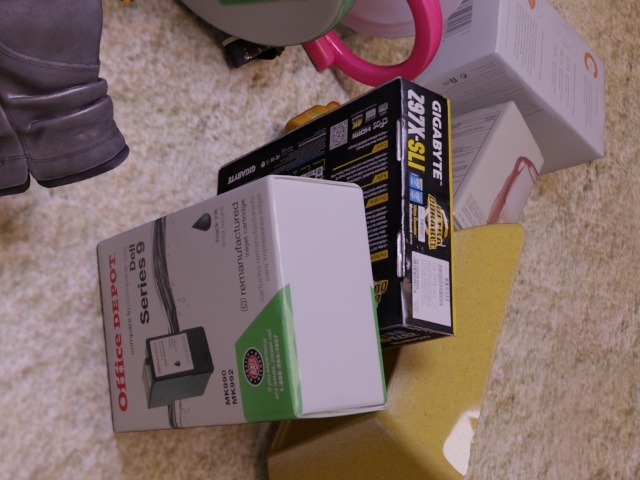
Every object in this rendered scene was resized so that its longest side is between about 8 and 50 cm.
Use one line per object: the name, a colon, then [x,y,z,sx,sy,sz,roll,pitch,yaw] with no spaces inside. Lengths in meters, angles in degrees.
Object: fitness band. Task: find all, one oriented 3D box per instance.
fitness band: [0.046,-0.339,1.195,0.291,0.209,0.054,58,42,-18]

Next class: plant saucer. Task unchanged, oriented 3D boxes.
plant saucer: [0.063,0.142,0.996,0.081,0.333,0.332,35,52,-15]

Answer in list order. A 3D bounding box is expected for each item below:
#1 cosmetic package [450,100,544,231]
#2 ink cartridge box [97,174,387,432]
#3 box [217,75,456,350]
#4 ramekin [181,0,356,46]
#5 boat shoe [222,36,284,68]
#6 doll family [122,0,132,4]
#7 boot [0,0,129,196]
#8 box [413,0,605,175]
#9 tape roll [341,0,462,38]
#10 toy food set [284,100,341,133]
cosmetic package: [0.218,-0.070,1.346,0.129,0.153,0.296,55,46,-23]
ink cartridge box: [-0.089,0.075,0.861,0.122,0.289,0.211,3,76,-44]
box: [0.000,0.000,0.953,0.079,0.322,0.257,15,66,-38]
ramekin: [-0.065,-0.372,1.024,0.303,0.303,0.148,45,55,-29]
boat shoe: [-0.070,-0.258,1.164,0.133,0.049,0.042,-26,94,-41]
doll family: [-0.234,-0.298,0.852,0.163,0.118,0.263,50,5,-16]
boot: [-0.333,-0.131,0.707,0.118,0.338,0.222,-104,-166,-59]
box: [0.338,-0.290,1.532,0.345,0.168,0.215,31,56,-37]
tape roll: [0.095,-0.429,1.223,0.286,0.286,0.100,54,45,-21]
toy food set: [0.054,-0.078,1.185,0.232,0.111,0.104,40,43,9]
